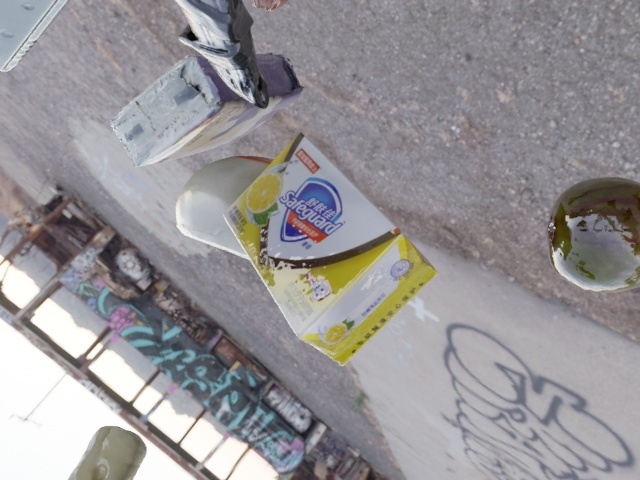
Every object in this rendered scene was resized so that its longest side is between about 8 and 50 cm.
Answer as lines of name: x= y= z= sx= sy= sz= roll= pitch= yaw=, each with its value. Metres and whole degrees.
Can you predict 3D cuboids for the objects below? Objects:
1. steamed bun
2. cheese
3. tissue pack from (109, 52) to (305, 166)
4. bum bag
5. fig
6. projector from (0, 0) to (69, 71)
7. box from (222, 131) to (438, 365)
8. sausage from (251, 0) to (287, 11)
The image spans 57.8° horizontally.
steamed bun: x=-0.101 y=-0.052 z=1.008 sx=0.282 sy=0.177 sz=0.283 roll=19 pitch=175 yaw=2
cheese: x=-0.243 y=0.282 z=0.583 sx=0.064 sy=0.194 sz=0.043 roll=14 pitch=148 yaw=12
tissue pack: x=-0.210 y=-0.264 z=1.141 sx=0.242 sy=0.343 sz=0.125 roll=-26 pitch=96 yaw=28
bum bag: x=-0.126 y=-0.261 z=0.627 sx=0.142 sy=0.079 sz=0.326 roll=45 pitch=167 yaw=19
fig: x=0.359 y=0.007 z=0.609 sx=0.236 sy=0.124 sz=0.124 roll=13 pitch=161 yaw=2
projector: x=-0.266 y=-0.205 z=0.319 sx=0.192 sy=0.099 sz=0.256 roll=-22 pitch=156 yaw=40
box: x=0.000 y=0.000 z=0.731 sx=0.097 sy=0.168 sz=0.265 roll=38 pitch=-169 yaw=-44
sausage: x=-0.018 y=-0.559 z=0.863 sx=0.087 sy=0.433 sz=0.088 roll=20 pitch=-162 yaw=-7
